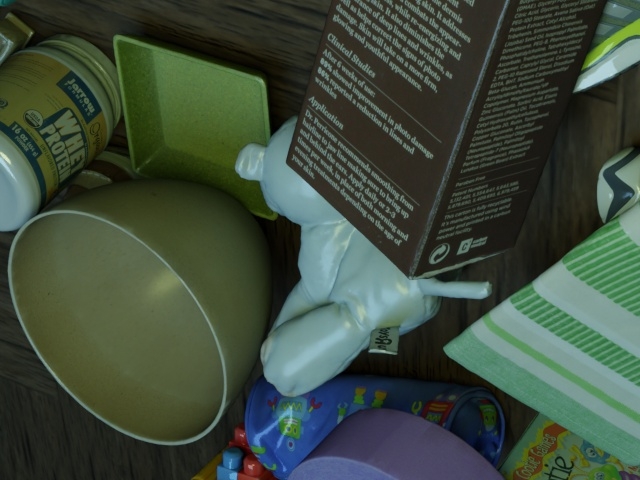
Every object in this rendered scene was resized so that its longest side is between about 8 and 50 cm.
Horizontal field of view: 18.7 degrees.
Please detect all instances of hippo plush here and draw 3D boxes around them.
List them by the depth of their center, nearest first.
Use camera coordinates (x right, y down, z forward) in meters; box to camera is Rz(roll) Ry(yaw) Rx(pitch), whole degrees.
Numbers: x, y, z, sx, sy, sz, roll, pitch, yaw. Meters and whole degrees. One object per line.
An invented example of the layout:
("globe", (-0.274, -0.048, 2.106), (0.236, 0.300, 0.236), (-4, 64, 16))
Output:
("hippo plush", (0.000, 0.000, 1.909), (0.237, 0.234, 0.294), (58, -178, -3))

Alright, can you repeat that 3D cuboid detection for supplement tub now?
("supplement tub", (-0.313, -0.119, 2.089), (0.144, 0.200, 0.144), (22, 137, 21))

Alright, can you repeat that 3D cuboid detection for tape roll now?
("tape roll", (0.094, 0.311, 2.037), (0.274, 0.090, 0.275), (25, 137, 26))

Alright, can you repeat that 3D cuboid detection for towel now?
("towel", (0.300, 0.090, 1.792), (0.248, 0.038, 0.325), (31, 142, -13))

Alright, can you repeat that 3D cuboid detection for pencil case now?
("pencil case", (0.057, 0.217, 2.163), (0.306, 0.133, 0.119), (2, 160, 38))

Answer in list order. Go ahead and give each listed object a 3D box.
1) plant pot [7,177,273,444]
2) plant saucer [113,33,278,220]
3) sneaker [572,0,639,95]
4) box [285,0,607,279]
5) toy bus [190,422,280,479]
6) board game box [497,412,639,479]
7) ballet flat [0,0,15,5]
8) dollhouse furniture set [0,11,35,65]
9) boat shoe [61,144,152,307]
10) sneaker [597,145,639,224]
("plant pot", (-0.160, 0.045, 2.046), (0.284, 0.191, 0.284), (21, 132, 26))
("plant saucer", (-0.120, -0.129, 2.050), (0.188, 0.045, 0.188), (19, 136, 24))
("sneaker", (0.255, -0.208, 1.657), (0.300, 0.111, 0.121), (-24, 93, 46))
("box", (0.115, -0.179, 1.648), (0.191, 0.143, 0.381), (44, 134, 33))
("toy bus", (-0.060, 0.334, 2.370), (0.220, 0.149, 0.211), (18, 119, 22))
("board game box", (0.255, 0.345, 2.110), (0.142, 0.144, 0.275), (24, 138, 21))
("ballet flat", (-0.290, -0.347, 1.946), (0.106, 0.107, 0.316), (56, 139, 3))
("dollhouse furniture set", (-0.426, -0.234, 2.187), (0.182, 0.101, 0.161), (40, 116, 2))
("boat shoe", (-0.203, 0.050, 2.220), (0.122, 0.120, 0.324), (-7, 121, 42))
("sneaker", (0.349, 0.028, 1.786), (0.153, 0.094, 0.235), (13, 123, 41))
